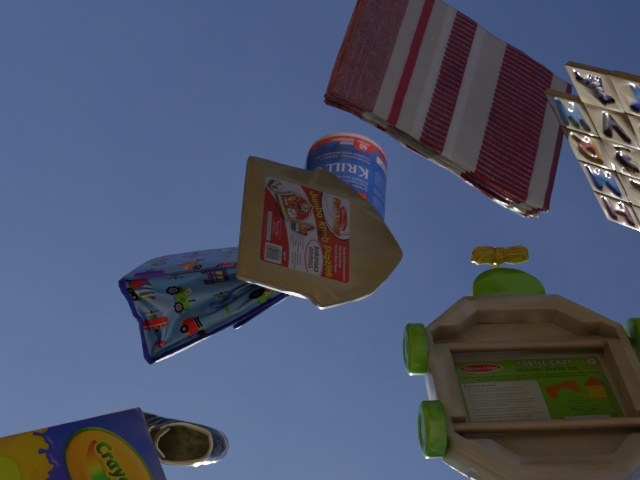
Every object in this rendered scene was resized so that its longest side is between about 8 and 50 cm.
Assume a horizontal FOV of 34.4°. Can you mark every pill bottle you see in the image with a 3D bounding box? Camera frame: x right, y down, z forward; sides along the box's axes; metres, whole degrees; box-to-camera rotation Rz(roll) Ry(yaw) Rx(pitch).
[{"bbox_3d":[0.031,-0.037,1.471,0.124,0.124,0.221,-24,-138,31],"label":"pill bottle"}]

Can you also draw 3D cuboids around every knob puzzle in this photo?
[{"bbox_3d":[0.000,0.000,1.168,0.030,0.213,0.213,-56,-136,47],"label":"knob puzzle"}]

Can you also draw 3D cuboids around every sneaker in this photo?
[{"bbox_3d":[-0.217,0.256,1.343,0.192,0.086,0.064,6,-100,-1],"label":"sneaker"}]

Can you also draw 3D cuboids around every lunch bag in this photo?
[{"bbox_3d":[-0.131,0.061,1.580,0.293,0.221,0.138,-19,-84,3],"label":"lunch bag"}]

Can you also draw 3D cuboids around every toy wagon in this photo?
[{"bbox_3d":[0.223,0.128,1.091,0.344,0.267,0.068,-97,-173,-55],"label":"toy wagon"}]

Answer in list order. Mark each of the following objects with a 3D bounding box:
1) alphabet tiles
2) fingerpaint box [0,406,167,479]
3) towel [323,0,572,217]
[{"bbox_3d":[0.382,-0.053,1.096,0.011,0.342,0.285,-49,-140,-12],"label":"alphabet tiles"},{"bbox_3d":[-0.257,0.386,0.816,0.445,0.371,0.163,59,-33,38],"label":"fingerpaint box"},{"bbox_3d":[0.174,-0.193,1.332,0.037,0.329,0.237,-38,-152,55],"label":"towel"}]
